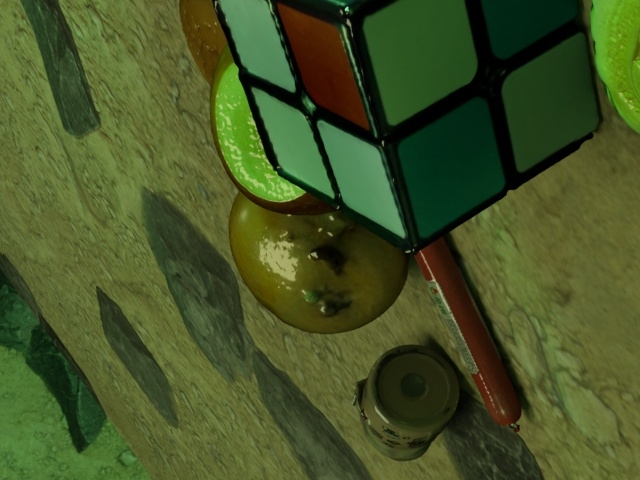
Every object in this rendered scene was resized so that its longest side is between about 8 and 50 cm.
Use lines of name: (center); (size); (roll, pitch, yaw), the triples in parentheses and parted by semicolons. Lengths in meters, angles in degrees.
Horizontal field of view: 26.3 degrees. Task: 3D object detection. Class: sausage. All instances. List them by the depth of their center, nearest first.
sausage: (0.121, 0.062, 1.197); (0.253, 0.034, 0.034); (64, 160, -12)

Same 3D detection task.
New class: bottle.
bottle: (0.081, 0.168, 1.366); (0.099, 0.099, 0.152); (54, 163, 15)

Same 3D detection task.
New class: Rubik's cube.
Rubik's cube: (0.054, -0.127, 0.893); (0.180, 0.167, 0.183); (34, 150, 48)

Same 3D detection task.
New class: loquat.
loquat: (0.000, 0.000, 1.221); (0.172, 0.149, 0.204); (54, 167, 2)

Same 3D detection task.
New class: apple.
apple: (-0.018, -0.106, 1.103); (0.146, 0.163, 0.147); (2, 121, 13)

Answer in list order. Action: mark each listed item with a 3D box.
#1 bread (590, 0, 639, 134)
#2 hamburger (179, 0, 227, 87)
bread: (0.198, -0.107, 0.713); (0.130, 0.071, 0.139); (38, 150, 39)
hamburger: (-0.069, -0.184, 1.233); (0.147, 0.083, 0.138); (58, 165, 11)
